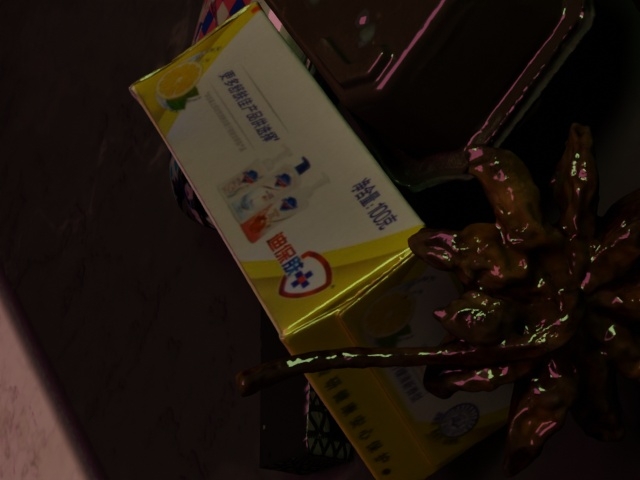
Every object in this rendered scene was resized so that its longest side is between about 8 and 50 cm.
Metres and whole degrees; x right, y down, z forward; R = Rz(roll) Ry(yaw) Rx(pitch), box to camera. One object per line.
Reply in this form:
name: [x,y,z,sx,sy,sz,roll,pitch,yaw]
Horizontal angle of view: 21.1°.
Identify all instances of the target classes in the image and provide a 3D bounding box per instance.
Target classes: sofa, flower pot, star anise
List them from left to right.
sofa: [-0.010,0.090,1.128,0.060,0.039,0.118,-26,59,50]
flower pot: [0.039,-0.156,0.992,0.179,0.084,0.251,-53,41,19]
star anise: [0.099,0.051,0.858,0.234,0.177,0.073,-44,7,8]

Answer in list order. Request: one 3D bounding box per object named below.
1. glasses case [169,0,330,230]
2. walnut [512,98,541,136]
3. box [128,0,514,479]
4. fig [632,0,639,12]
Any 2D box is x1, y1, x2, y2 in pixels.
glasses case: [-0.030,-0.165,1.214,0.125,0.076,0.327,26,100,54]
walnut: [0.072,-0.118,1.060,0.170,0.069,0.142,-4,74,56]
box: [0.000,0.000,1.017,0.097,0.168,0.265,-33,42,-2]
fig: [0.226,-0.179,0.745,0.224,0.224,0.263,-43,48,38]
